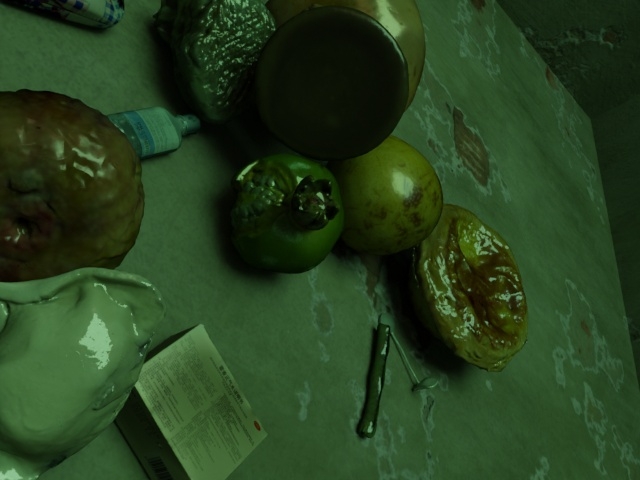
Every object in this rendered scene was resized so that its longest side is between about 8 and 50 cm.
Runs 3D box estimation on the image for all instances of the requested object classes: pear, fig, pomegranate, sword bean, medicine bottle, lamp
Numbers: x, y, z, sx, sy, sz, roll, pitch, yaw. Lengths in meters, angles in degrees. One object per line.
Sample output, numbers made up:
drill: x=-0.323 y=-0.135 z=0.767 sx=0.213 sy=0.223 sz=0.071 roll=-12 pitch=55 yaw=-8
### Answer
pear: x=0.137 y=-0.100 z=1.464 sx=0.280 sy=0.280 sz=0.281 roll=27 pitch=50 yaw=-37
fig: x=-0.379 y=-0.080 z=0.931 sx=0.286 sy=0.286 sz=0.369 roll=48 pitch=8 yaw=-18
pomegranate: x=-0.046 y=-0.054 z=1.203 sx=0.235 sy=0.302 sz=0.236 roll=3 pitch=84 yaw=-28
sword bean: x=0.119 y=0.295 z=1.392 sx=0.043 sy=0.038 sz=0.269 roll=45 pitch=42 yaw=-30
medicine bottle: x=-0.300 y=-0.198 z=1.187 sx=0.208 sy=0.053 sz=0.090 roll=-30 pitch=92 yaw=-56
pomegranate: x=0.039 y=-0.420 z=1.448 sx=0.411 sy=0.411 sz=0.412 roll=27 pitch=50 yaw=-37
lamp: x=0.197 y=0.251 z=1.502 sx=0.050 sy=0.056 sz=0.198 roll=-23 pitch=84 yaw=-50

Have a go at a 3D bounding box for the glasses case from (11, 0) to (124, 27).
glasses case: x=-0.483 y=-0.456 z=1.109 sx=0.327 sy=0.076 sz=0.125 roll=6 pitch=62 yaw=-48

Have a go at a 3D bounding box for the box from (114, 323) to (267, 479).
box: x=-0.203 y=0.260 z=0.990 sx=0.168 sy=0.095 sz=0.212 roll=-34 pitch=96 yaw=-51

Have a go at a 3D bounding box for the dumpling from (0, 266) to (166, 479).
dumpling: x=-0.350 y=0.147 z=0.809 sx=0.242 sy=0.187 sz=0.318 roll=36 pitch=83 yaw=-11

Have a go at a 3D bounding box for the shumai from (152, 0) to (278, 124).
shumai: x=-0.216 y=-0.368 z=1.314 sx=0.225 sy=0.222 sz=0.261 roll=-10 pitch=108 yaw=-42

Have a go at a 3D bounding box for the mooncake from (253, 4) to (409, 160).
mooncake: x=0.021 y=-0.294 z=1.228 sx=0.284 sy=0.284 sz=0.155 roll=51 pitch=17 yaw=-15

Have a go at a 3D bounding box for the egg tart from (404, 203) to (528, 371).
egg tart: x=0.352 y=0.124 z=1.652 sx=0.443 sy=0.178 sz=0.443 roll=24 pitch=53 yaw=-37
